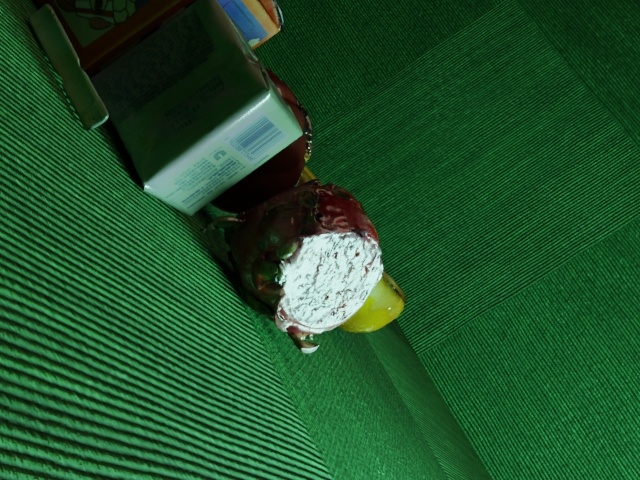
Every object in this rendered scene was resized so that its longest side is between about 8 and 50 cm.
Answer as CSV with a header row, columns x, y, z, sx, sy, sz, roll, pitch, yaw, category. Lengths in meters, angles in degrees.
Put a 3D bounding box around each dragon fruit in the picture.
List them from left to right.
x,y,z,sx,sy,sz,roll,pitch,yaw,category
-0.020,0.037,1.289,0.282,0.211,0.147,9,34,-46,dragon fruit

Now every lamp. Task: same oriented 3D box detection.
x,y,z,sx,sy,sz,roll,pitch,yaw,category
-0.109,-0.151,1.419,0.227,0.227,0.227,56,6,-8,lamp

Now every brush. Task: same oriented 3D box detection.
x,y,z,sx,sy,sz,roll,pitch,yaw,category
-0.285,-0.194,1.088,0.178,0.033,0.030,59,-8,21,brush

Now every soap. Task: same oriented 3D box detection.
x,y,z,sx,sy,sz,roll,pitch,yaw,category
-0.155,-0.165,1.192,0.182,0.199,0.138,58,8,23,soap

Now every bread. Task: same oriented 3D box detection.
x,y,z,sx,sy,sz,roll,pitch,yaw,category
-0.007,0.005,1.812,0.328,0.148,0.337,56,6,37,bread

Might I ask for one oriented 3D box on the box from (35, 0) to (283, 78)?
x,y,z,sx,sy,sz,roll,pitch,yaw,category
-0.262,-0.407,1.344,0.348,0.257,0.318,57,4,9,box
